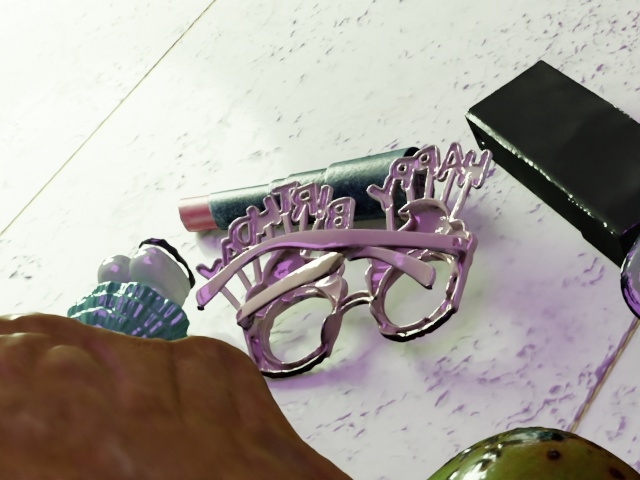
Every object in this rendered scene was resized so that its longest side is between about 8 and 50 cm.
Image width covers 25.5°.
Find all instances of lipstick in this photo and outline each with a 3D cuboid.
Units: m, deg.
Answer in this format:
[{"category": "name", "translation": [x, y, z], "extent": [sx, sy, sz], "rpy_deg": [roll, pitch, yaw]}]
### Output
[{"category": "lipstick", "translation": [-0.022, -0.037, 1.149], "extent": [0.234, 0.053, 0.053], "rpy_deg": [-5, 43, 33]}]

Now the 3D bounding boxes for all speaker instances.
[{"category": "speaker", "translation": [0.192, -0.057, 1.029], "extent": [0.082, 0.044, 0.218], "rpy_deg": [-35, 36, -6]}]

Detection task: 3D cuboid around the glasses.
[{"category": "glasses", "translation": [0.004, -0.001, 1.027], "extent": [0.255, 0.095, 0.162], "rpy_deg": [-16, 46, 25]}]

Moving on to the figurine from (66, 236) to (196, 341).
[{"category": "figurine", "translation": [-0.174, 0.111, 1.040], "extent": [0.137, 0.110, 0.246], "rpy_deg": [-15, 35, 35]}]

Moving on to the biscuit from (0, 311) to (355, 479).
[{"category": "biscuit", "translation": [-0.116, 0.194, 0.704], "extent": [0.385, 0.062, 0.365], "rpy_deg": [-17, 63, -39]}]

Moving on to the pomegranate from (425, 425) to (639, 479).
[{"category": "pomegranate", "translation": [0.101, 0.188, 0.715], "extent": [0.159, 0.159, 0.205], "rpy_deg": [2, 46, 36]}]

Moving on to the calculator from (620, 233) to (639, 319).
[{"category": "calculator", "translation": [0.308, -0.012, 0.873], "extent": [0.268, 0.040, 0.177], "rpy_deg": [-42, 52, -14]}]
